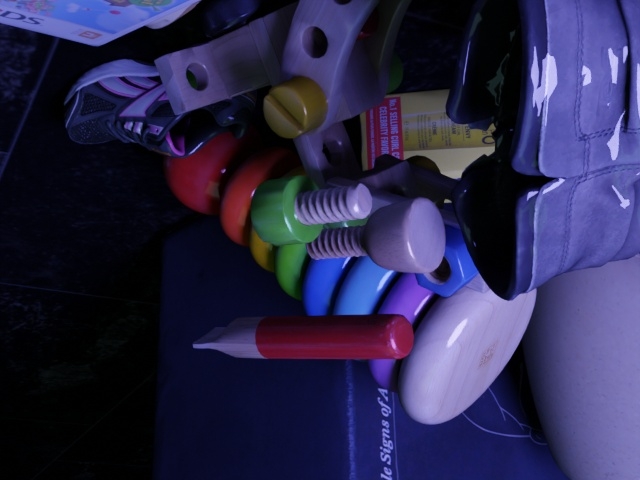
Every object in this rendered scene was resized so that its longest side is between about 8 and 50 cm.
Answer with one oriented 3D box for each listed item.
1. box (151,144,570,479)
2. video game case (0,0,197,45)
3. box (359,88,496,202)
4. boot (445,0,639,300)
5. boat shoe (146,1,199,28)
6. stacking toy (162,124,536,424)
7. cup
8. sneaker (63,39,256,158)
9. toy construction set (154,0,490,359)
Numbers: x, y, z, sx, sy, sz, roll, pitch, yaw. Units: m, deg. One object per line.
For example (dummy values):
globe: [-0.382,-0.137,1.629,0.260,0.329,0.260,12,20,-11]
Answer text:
box: [0.100,0.223,1.051,0.472,0.479,0.297,20,149,-40]
video game case: [-0.140,-0.156,0.537,0.212,0.023,0.193,-10,169,44]
box: [0.151,-0.083,0.849,0.232,0.087,0.058,-4,154,8]
boot: [0.181,-0.125,0.484,0.223,0.118,0.338,-7,115,-17]
boat shoe: [-0.085,-0.183,0.632,0.059,0.063,0.170,11,155,-39]
stacking toy: [0.000,0.000,0.814,0.330,0.141,0.141,34,172,28]
cup: [0.312,0.103,0.895,0.331,0.237,0.331,11,-164,-3]
sneaker: [-0.129,-0.099,0.804,0.178,0.077,0.072,-14,152,27]
toy construction set: [-0.005,-0.056,0.659,0.237,0.309,0.257,-6,132,37]
